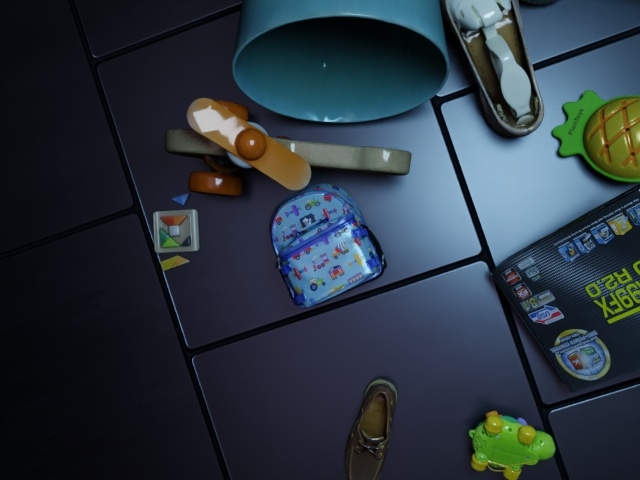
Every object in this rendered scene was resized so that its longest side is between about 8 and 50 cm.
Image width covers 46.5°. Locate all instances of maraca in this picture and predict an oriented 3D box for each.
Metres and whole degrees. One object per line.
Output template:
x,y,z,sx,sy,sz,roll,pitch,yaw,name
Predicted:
0.432,-0.153,1.080,0.186,0.099,0.127,24,90,32,maraca

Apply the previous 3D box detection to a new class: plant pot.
0.026,-0.333,1.038,0.293,0.293,0.235,-2,74,6,plant pot

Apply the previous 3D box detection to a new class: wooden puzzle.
-0.231,-0.014,1.191,0.079,0.014,0.116,-10,88,6,wooden puzzle

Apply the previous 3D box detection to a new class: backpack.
0.000,0.000,1.115,0.158,0.117,0.173,-24,84,5,backpack

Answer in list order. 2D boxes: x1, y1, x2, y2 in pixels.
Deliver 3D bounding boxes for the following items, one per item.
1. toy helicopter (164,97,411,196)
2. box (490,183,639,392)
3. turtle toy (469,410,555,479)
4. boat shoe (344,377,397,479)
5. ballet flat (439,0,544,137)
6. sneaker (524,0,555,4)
-0.049,-0.130,1.060,0.355,0.235,0.140,6,90,6,toy helicopter
0.398,0.069,1.018,0.270,0.060,0.216,-37,84,46,box
0.284,0.299,1.104,0.130,0.066,0.095,16,114,4,turtle toy
0.074,0.300,1.130,0.064,0.060,0.178,14,91,6,boat shoe
0.244,-0.288,1.043,0.108,0.106,0.316,-25,108,12,ballet flat
0.240,-0.479,1.094,0.331,0.146,0.122,31,122,-17,sneaker
